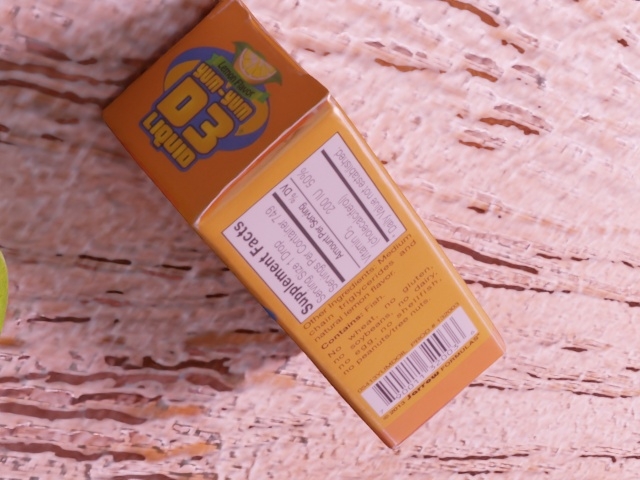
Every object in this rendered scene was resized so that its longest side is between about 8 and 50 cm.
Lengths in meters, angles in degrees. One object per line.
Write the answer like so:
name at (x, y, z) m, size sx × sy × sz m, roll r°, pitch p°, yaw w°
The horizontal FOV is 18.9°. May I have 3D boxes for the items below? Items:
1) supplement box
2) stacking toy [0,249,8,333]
supplement box at (0.000, 0.000, 0.813) m, size 0.080 × 0.078 × 0.233 m, roll -40°, pitch 144°, yaw -4°
stacking toy at (-0.250, 0.109, 0.682) m, size 0.279 × 0.130 × 0.309 m, roll -46°, pitch 159°, yaw -50°
